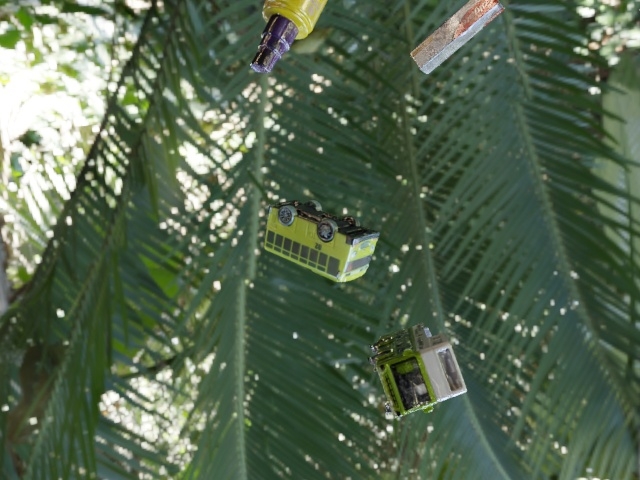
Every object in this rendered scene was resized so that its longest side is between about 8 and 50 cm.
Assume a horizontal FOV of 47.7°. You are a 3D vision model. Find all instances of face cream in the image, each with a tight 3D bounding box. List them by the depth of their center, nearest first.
[{"bbox_3d":[-0.027,-0.356,1.040,0.078,0.273,0.078,24,166,6],"label":"face cream"}]

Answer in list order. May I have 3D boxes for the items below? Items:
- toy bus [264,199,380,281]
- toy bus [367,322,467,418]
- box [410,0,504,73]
[{"bbox_3d":[0.000,0.000,1.762,0.262,0.150,0.128,23,-159,32],"label":"toy bus"},{"bbox_3d":[0.166,0.217,1.283,0.139,0.113,0.302,-19,180,5],"label":"toy bus"},{"bbox_3d":[0.299,-0.460,1.596,0.218,0.055,0.040,-37,156,27],"label":"box"}]
